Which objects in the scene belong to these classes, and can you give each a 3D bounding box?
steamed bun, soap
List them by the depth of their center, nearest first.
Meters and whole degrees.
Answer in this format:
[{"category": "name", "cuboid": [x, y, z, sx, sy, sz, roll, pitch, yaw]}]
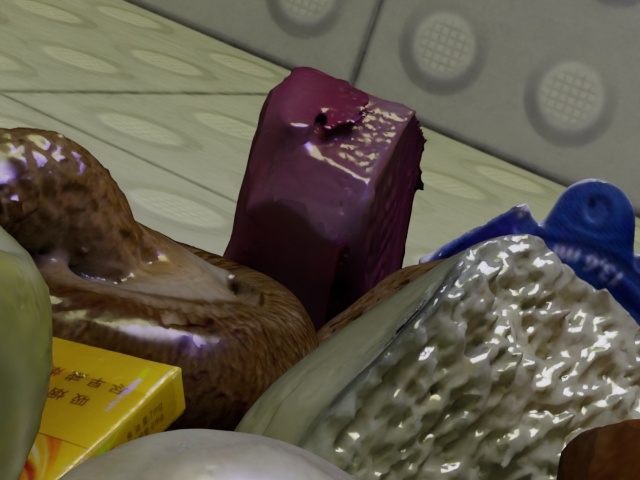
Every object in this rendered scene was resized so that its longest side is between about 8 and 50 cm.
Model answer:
[{"category": "steamed bun", "cuboid": [0.075, 0.130, 1.155, 0.290, 0.272, 0.273, -32, 26, -22]}, {"category": "soap", "cuboid": [0.000, 0.000, 1.627, 0.127, 0.325, 0.220, 15, 46, 10]}]

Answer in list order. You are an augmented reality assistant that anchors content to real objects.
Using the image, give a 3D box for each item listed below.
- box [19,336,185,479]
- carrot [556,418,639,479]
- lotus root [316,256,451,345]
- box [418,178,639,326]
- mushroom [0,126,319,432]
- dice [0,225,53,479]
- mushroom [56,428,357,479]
[{"category": "box", "cuboid": [-0.209, 0.136, 1.115, 0.152, 0.043, 0.269, 11, 32, 28]}, {"category": "carrot", "cuboid": [0.265, 0.153, 0.960, 0.307, 0.100, 0.258, 3, -14, 14]}, {"category": "lotus root", "cuboid": [0.127, 0.146, 1.445, 0.291, 0.193, 0.193, 45, 14, -1]}, {"category": "box", "cuboid": [0.159, 0.082, 1.644, 0.262, 0.291, 0.206, 13, 3, -8]}, {"category": "mushroom", "cuboid": [-0.171, 0.061, 1.409, 0.345, 0.239, 0.345, 40, 14, -12]}, {"category": "dice", "cuboid": [-0.282, 0.055, 0.907, 0.238, 0.233, 0.227, 25, 5, -42]}, {"category": "mushroom", "cuboid": [-0.058, 0.217, 0.936, 0.246, 0.202, 0.246, 16, 53, -23]}]
